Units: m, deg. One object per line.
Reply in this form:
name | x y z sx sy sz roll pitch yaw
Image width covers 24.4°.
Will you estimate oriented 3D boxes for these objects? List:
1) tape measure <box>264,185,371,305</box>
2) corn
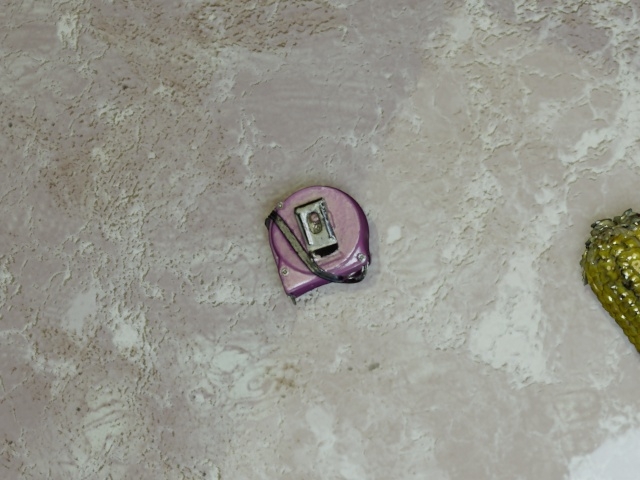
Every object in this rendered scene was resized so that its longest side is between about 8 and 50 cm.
tape measure | 0.000 0.000 1.716 0.118 0.074 0.125 -23 79 6
corn | 0.396 0.103 1.601 0.115 0.115 0.318 -36 76 4
